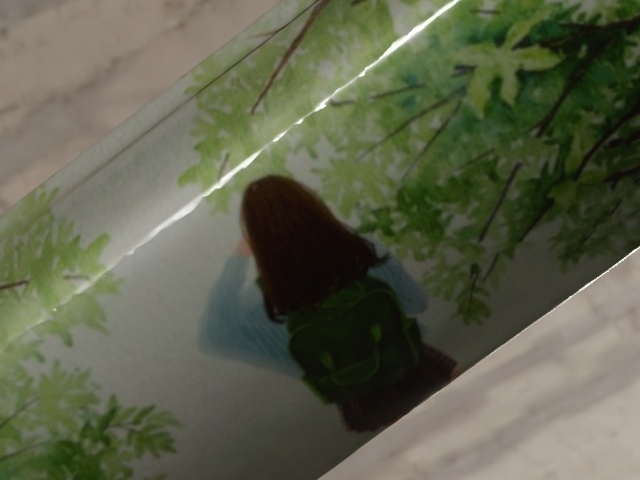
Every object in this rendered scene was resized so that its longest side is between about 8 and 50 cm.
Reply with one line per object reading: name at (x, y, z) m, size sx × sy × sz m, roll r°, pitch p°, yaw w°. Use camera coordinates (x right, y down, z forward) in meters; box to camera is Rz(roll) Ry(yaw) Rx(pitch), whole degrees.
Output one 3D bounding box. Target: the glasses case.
glasses case at (0.000, 0.000, 0.479) m, size 0.272 × 0.062 × 0.095 m, roll -37°, pitch -60°, yaw 7°
